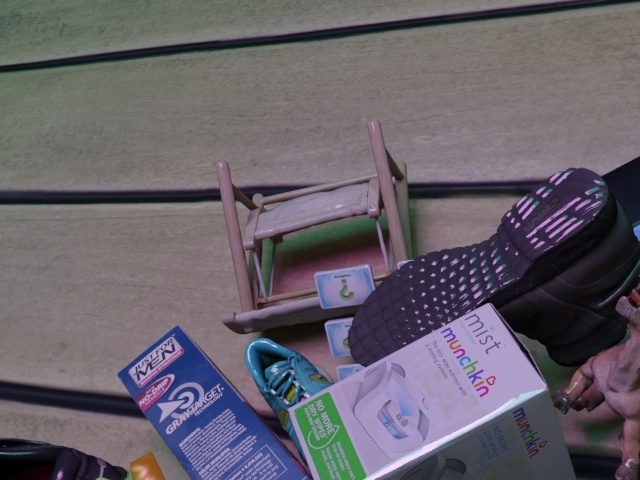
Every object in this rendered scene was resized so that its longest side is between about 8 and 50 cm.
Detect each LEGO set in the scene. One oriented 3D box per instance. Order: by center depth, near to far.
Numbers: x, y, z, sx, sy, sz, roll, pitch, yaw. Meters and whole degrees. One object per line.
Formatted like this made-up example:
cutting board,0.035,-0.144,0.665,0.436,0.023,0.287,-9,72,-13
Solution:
LEGO set,0.119,0.115,1.078,0.244,0.182,0.060,-8,12,19

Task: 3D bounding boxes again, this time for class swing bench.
swing bench,0.000,0.000,1.245,0.253,0.165,0.254,-12,69,16

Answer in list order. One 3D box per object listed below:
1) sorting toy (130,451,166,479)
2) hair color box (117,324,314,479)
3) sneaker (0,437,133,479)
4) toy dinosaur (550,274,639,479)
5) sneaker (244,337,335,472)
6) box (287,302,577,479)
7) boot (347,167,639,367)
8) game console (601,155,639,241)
sorting toy,-0.188,0.396,0.959,0.229,0.041,0.307,-26,62,-18
hair color box,-0.094,0.264,1.043,0.105,0.174,0.347,-40,45,-11
sneaker,-0.470,0.337,1.147,0.483,0.202,0.185,-14,44,15
toy dinosaur,0.347,0.128,0.888,0.127,0.296,0.200,45,103,22
sneaker,-0.023,0.199,1.072,0.107,0.110,0.275,-47,28,-9
box,0.128,0.226,0.902,0.231,0.262,0.126,-27,44,0
boot,0.218,0.086,0.964,0.338,0.223,0.118,-31,41,22
game console,0.533,-0.011,1.065,0.342,0.060,0.386,-25,42,3
